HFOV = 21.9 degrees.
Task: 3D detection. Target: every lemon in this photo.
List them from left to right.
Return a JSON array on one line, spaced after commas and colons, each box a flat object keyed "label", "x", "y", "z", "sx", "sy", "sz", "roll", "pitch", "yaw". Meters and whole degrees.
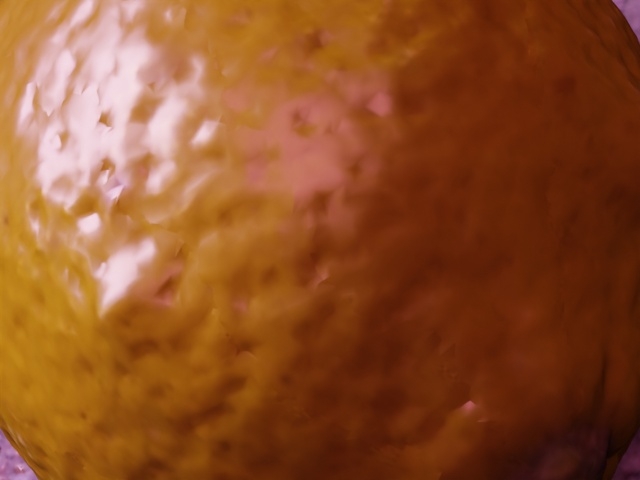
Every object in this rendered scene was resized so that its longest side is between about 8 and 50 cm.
[{"label": "lemon", "x": 0.000, "y": 0.000, "z": 0.766, "sx": 0.350, "sy": 0.350, "sz": 0.387, "roll": -36, "pitch": 54, "yaw": -5}]
